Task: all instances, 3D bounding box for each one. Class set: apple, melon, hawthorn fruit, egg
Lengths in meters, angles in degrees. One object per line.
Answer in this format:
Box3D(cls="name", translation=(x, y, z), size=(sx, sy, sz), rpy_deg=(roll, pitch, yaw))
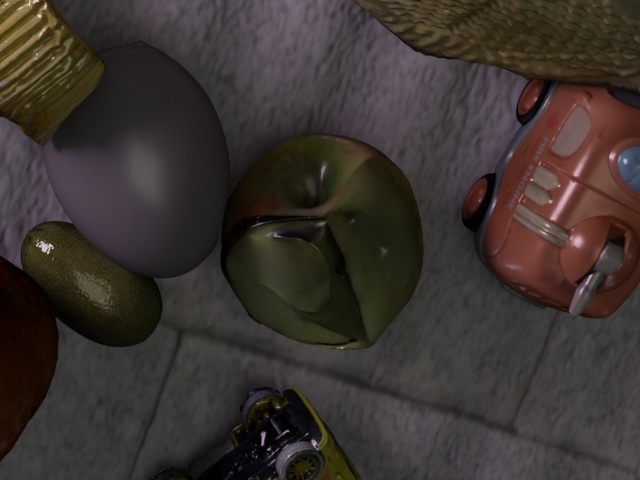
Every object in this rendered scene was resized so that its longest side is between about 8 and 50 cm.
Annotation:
Box3D(cls="apple", translation=(0.000, 0.000, 1.892), size=(0.207, 0.174, 0.188), rpy_deg=(-33, 136, -9))
Box3D(cls="melon", translation=(-0.232, 0.043, 1.884), size=(0.162, 0.099, 0.099), rpy_deg=(39, 93, -17))
Box3D(cls="hawthorn fruit", translation=(-0.421, 0.152, 1.775), size=(0.285, 0.285, 0.369), rpy_deg=(31, 102, -19))
Box3D(cls="egg", translation=(-0.175, -0.075, 1.820), size=(0.176, 0.176, 0.232), rpy_deg=(-24, 90, -7))

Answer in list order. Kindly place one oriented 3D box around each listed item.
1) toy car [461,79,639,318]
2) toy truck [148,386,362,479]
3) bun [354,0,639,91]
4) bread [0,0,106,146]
Box3D(cls="toy car", translation=(0.285, -0.047, 1.923), size=(0.180, 0.212, 0.270), rpy_deg=(26, 97, -18))
Box3D(cls="toy truck", translation=(-0.083, 0.295, 1.972), size=(0.272, 0.124, 0.157), rpy_deg=(-40, 129, 1))
Box3D(cls="bun", translation=(0.195, -0.285, 1.763), size=(0.364, 0.364, 0.202), rpy_deg=(19, 81, -17))
Box3D(cls="bread", translation=(-0.316, -0.204, 1.730), size=(0.133, 0.179, 0.250), rpy_deg=(-40, 65, -4))
